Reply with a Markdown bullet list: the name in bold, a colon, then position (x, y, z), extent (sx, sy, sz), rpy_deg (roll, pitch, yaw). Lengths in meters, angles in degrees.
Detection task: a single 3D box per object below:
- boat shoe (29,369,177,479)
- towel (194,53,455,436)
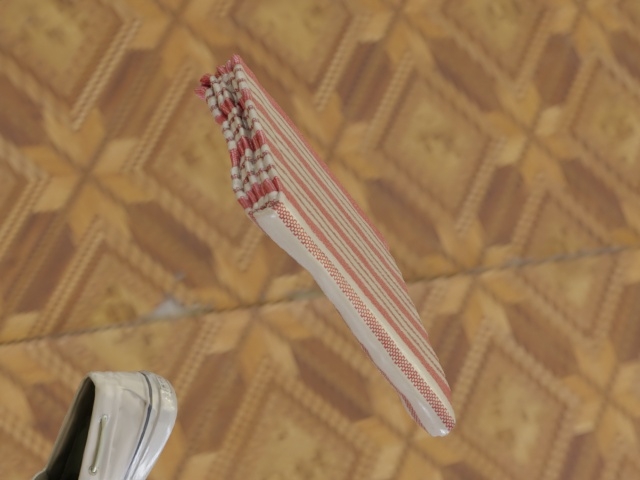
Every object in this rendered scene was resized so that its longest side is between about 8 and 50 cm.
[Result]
- **boat shoe**: position (-0.183, 0.190, 1.385), extent (0.075, 0.083, 0.226), rpy_deg (16, 100, -36)
- **towel**: position (0.000, 0.000, 0.904), extent (0.144, 0.029, 0.197), rpy_deg (50, 9, -25)
